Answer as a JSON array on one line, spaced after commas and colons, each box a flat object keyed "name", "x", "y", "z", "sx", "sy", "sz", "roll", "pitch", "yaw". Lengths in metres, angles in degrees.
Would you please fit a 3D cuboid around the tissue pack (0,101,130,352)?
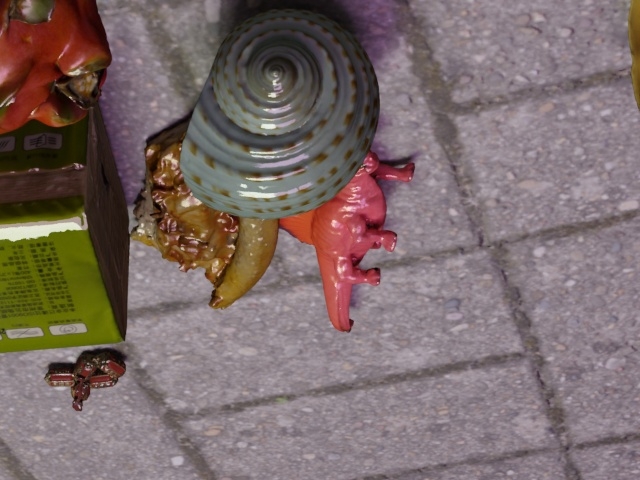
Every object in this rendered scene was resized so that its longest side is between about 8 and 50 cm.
[{"name": "tissue pack", "x": -0.314, "y": -0.012, "z": 1.467, "sx": 0.275, "sy": 0.167, "sz": 0.200, "roll": -5, "pitch": 144, "yaw": 2}]

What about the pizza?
[{"name": "pizza", "x": -0.102, "y": -0.025, "z": 1.548, "sx": 0.134, "sy": 0.056, "sz": 0.271, "roll": 11, "pitch": 144, "yaw": -5}]

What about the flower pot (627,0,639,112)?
[{"name": "flower pot", "x": 0.360, "y": -0.156, "z": 1.316, "sx": 0.179, "sy": 0.195, "sz": 0.195, "roll": 0, "pitch": 144, "yaw": -23}]

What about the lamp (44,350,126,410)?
[{"name": "lamp", "x": -0.239, "y": 0.143, "z": 1.784, "sx": 0.083, "sy": 0.031, "sz": 0.063, "roll": -27, "pitch": 137, "yaw": 22}]

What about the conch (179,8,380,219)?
[{"name": "conch", "x": -0.018, "y": -0.093, "z": 1.388, "sx": 0.131, "sy": 0.172, "sz": 0.200, "roll": 18, "pitch": 171, "yaw": 28}]

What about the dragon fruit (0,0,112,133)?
[{"name": "dragon fruit", "x": -0.266, "y": -0.168, "z": 1.235, "sx": 0.227, "sy": 0.224, "sz": 0.224, "roll": -2, "pitch": 143, "yaw": -7}]

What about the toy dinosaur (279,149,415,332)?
[{"name": "toy dinosaur", "x": -0.007, "y": -0.004, "z": 1.591, "sx": 0.139, "sy": 0.070, "sz": 0.286, "roll": 14, "pitch": 144, "yaw": -4}]
